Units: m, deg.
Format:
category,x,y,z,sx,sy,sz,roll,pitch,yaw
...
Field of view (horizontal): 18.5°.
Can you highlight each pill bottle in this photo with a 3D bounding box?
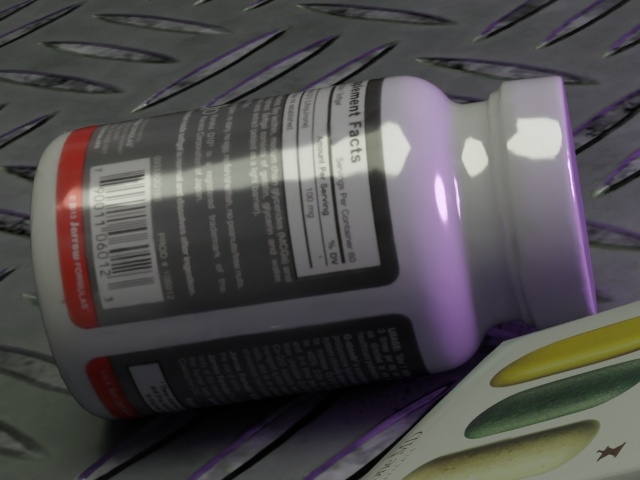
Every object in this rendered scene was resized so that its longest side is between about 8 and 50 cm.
category,x,y,z,sx,sy,sz,roll,pitch,yaw
pill bottle,0.000,0.000,1.367,0.363,0.210,0.210,-8,26,8

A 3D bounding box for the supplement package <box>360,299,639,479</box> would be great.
category,x,y,z,sx,sy,sz,roll,pitch,yaw
supplement package,0.176,0.144,0.896,0.263,0.198,0.199,-22,13,45
